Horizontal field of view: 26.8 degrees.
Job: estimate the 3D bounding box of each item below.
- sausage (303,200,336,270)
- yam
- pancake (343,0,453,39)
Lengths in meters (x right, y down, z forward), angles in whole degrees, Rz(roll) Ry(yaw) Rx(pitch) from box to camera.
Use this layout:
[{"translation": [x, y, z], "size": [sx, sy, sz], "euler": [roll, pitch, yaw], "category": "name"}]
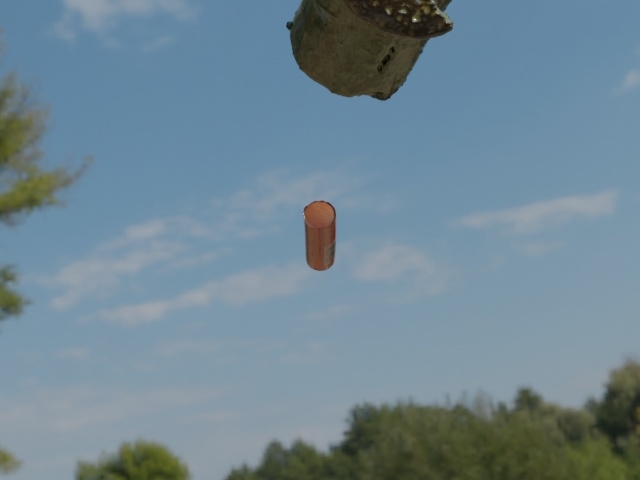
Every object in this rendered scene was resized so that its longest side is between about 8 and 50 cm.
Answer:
[{"translation": [0.000, 0.000, 1.399], "size": [0.034, 0.034, 0.129], "euler": [-8, -24, -3], "category": "sausage"}, {"translation": [0.085, -0.354, 1.811], "size": [0.195, 0.195, 0.300], "euler": [-2, -35, -26], "category": "yam"}, {"translation": [0.079, -0.299, 1.314], "size": [0.184, 0.190, 0.020], "euler": [31, -10, -18], "category": "pancake"}]
